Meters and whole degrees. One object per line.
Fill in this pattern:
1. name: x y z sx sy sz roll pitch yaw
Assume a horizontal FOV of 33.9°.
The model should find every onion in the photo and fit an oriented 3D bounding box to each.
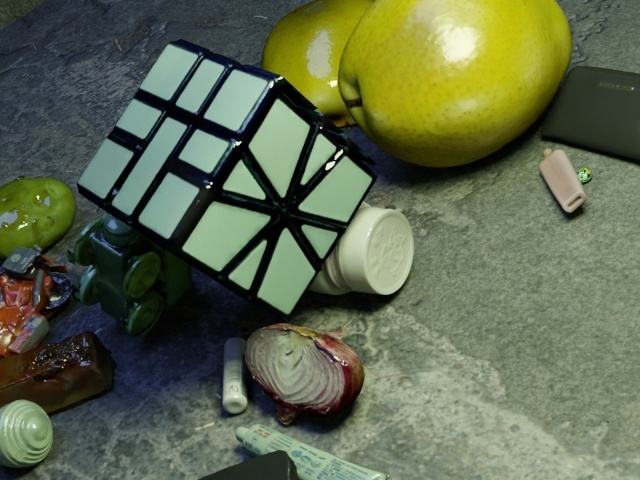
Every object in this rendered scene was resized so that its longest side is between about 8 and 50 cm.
1. onion: -0.014 0.192 1.540 0.206 0.151 0.098 25 23 36

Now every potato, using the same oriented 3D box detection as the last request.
1. potato: -0.630 -0.037 2.199 0.253 0.149 0.186 -27 49 -17

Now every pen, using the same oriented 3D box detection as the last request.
1. pen: 0.392 -0.107 1.717 0.053 0.032 0.197 -43 23 21

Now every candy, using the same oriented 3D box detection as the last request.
1. candy: 0.413 -0.087 1.708 0.025 0.023 0.083 39 72 10

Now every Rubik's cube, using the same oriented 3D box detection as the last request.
1. Rubik's cube: -0.137 -0.092 1.567 0.283 0.288 0.294 24 79 44

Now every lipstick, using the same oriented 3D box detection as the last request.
1. lipstick: -0.133 0.210 1.637 0.040 0.040 0.141 -19 34 9

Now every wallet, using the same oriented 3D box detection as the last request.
1. wallet: 0.486 -0.219 1.760 0.250 0.044 0.149 26 90 51

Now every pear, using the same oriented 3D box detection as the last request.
1. pear: 0.236 -0.310 1.825 0.418 0.362 0.362 -27 33 -19
2. pear: 0.009 -0.404 2.238 0.340 0.191 0.386 -18 34 11

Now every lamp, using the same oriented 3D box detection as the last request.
1. lamp: -0.515 0.318 1.690 0.193 0.106 0.106 -15 34 30

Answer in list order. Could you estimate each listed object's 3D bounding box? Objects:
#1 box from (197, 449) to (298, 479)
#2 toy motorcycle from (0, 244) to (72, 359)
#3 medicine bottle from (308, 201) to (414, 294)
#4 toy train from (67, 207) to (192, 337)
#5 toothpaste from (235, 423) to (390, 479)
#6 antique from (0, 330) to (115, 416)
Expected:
1. box: -0.118 0.385 1.372 0.201 0.042 0.212 -23 39 19
2. toy motorcycle: -0.614 0.150 1.952 0.221 0.148 0.326 17 50 17
3. medicine bottle: 0.000 0.000 1.718 0.293 0.170 0.170 8 46 40
4. toy train: -0.316 0.036 1.796 0.159 0.272 0.188 31 54 18
5. toothpaste: -0.022 0.305 1.433 0.268 0.047 0.069 15 37 42
6. antique: -0.506 0.251 1.773 0.309 0.093 0.087 -21 34 5
